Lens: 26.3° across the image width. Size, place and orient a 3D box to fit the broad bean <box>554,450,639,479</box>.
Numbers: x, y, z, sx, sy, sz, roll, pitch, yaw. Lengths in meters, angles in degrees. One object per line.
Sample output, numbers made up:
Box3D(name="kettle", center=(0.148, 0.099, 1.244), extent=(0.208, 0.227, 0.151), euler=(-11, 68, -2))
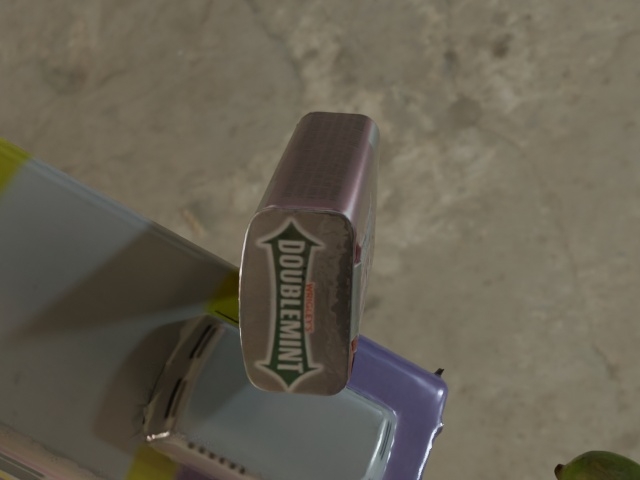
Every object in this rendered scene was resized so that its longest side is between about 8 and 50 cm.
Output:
Box3D(name="broad bean", center=(0.193, 0.220, 0.609), extent=(0.067, 0.325, 0.075), euler=(-1, 132, -33))

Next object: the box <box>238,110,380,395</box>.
Box3D(name="box", center=(0.000, 0.000, 0.876), extent=(0.069, 0.224, 0.120), euler=(4, 111, 6))

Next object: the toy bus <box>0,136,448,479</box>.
Box3D(name="toy bus", center=(-0.129, 0.114, 1.011), extent=(0.440, 0.249, 0.209), euler=(30, 67, -9))
